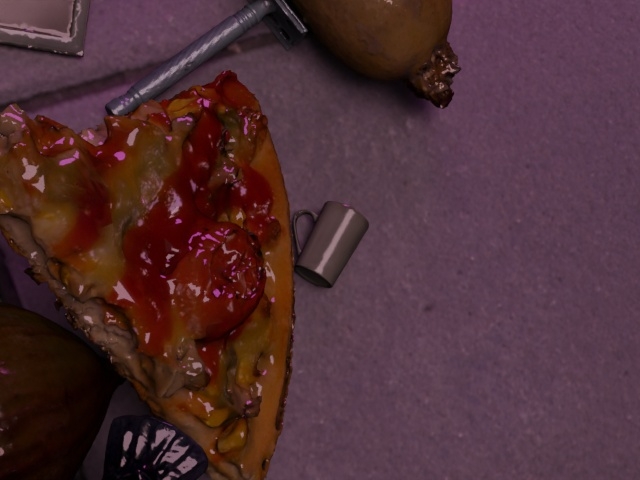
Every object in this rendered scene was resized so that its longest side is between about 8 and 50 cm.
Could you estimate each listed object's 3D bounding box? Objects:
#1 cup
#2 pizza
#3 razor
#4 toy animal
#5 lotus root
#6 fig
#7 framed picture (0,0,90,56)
[{"bbox_3d":[0.003,0.000,1.215,0.075,0.054,0.083,33,73,-12],"label":"cup"},{"bbox_3d":[-0.147,0.001,1.022,0.406,0.130,0.440,24,55,-54],"label":"pizza"},{"bbox_3d":[-0.131,-0.200,1.206,0.232,0.068,0.106,-40,94,-17],"label":"razor"},{"bbox_3d":[-0.196,0.296,0.995,0.122,0.185,0.298,31,114,6],"label":"toy animal"},{"bbox_3d":[0.050,-0.293,1.236,0.169,0.151,0.343,-35,92,-24],"label":"lotus root"},{"bbox_3d":[-0.253,0.132,1.037,0.321,0.217,0.217,-24,88,-40],"label":"fig"},{"bbox_3d":[-0.359,-0.312,1.127,0.274,0.017,0.217,9,98,-20],"label":"framed picture"}]
